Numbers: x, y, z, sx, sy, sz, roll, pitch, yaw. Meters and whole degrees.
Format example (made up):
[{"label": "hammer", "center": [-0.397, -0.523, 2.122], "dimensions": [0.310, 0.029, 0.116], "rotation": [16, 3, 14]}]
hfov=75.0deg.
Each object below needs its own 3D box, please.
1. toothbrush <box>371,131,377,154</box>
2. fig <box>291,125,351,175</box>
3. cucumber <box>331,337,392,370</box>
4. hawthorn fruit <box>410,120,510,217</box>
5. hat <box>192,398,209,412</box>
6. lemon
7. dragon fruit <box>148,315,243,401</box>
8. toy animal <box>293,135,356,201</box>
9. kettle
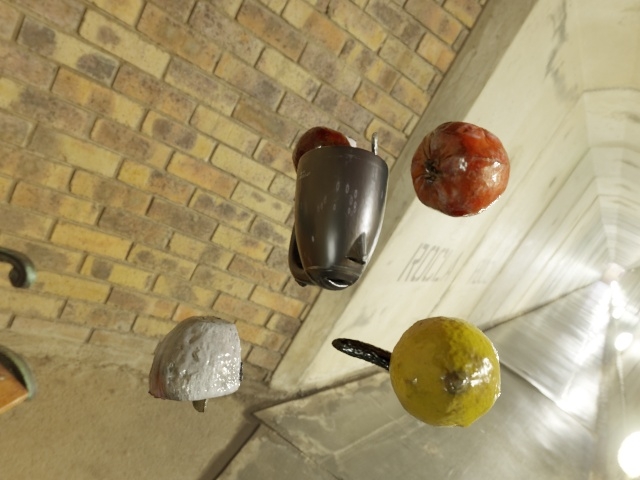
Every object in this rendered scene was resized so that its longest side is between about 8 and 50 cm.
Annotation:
[{"label": "toothbrush", "center": [0.158, -0.224, 1.206], "dimensions": [0.026, 0.024, 0.288], "rotation": [28, -14, 18]}, {"label": "fig", "center": [-0.014, -0.248, 1.272], "dimensions": [0.190, 0.191, 0.290], "rotation": [24, -1, -25]}, {"label": "cucumber", "center": [0.190, 0.443, 1.632], "dimensions": [0.303, 0.081, 0.072], "rotation": [21, 26, 3]}, {"label": "hawthorn fruit", "center": [0.374, -0.177, 1.050], "dimensions": [0.271, 0.242, 0.242], "rotation": [-4, 25, -24]}, {"label": "hat", "center": [-0.383, 0.524, 1.483], "dimensions": [0.085, 0.175, 0.147], "rotation": [31, -29, -32]}, {"label": "lemon", "center": [0.393, 0.411, 1.319], "dimensions": [0.349, 0.350, 0.387], "rotation": [31, -9, 8]}, {"label": "dragon fruit", "center": [-0.378, 0.334, 1.220], "dimensions": [0.203, 0.221, 0.282], "rotation": [10, -9, -41]}, {"label": "toy animal", "center": [0.033, -0.261, 1.572], "dimensions": [0.250, 0.310, 0.251], "rotation": [14, -32, 9]}, {"label": "kettle", "center": [0.020, -0.029, 0.944], "dimensions": [0.207, 0.291, 0.268], "rotation": [16, -18, -35]}]
